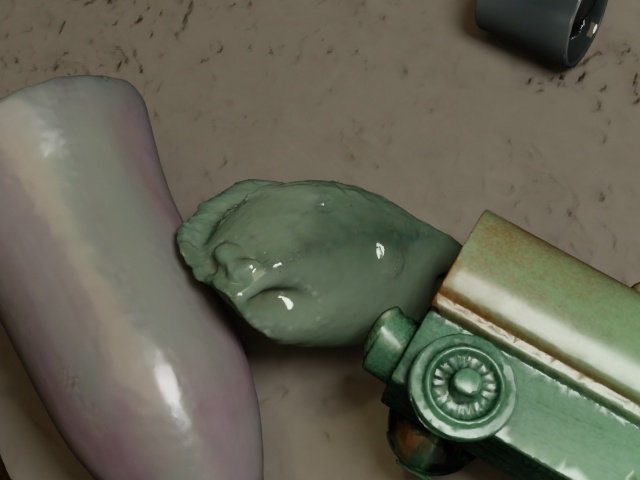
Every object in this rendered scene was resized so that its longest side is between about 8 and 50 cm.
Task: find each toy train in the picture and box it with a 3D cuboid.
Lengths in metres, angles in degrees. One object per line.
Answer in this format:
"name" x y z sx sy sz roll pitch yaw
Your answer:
"toy train" 0.171 0.098 0.787 0.285 0.116 0.177 29 67 9

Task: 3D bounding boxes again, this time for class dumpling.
"dumpling" 0.006 -0.002 0.856 0.216 0.105 0.149 1 61 -30

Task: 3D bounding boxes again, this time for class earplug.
"earplug" -0.132 0.061 0.847 0.172 0.172 0.301 -28 72 -3

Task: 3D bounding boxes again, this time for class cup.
"cup" 0.168 -0.181 0.943 0.077 0.078 0.100 24 39 22

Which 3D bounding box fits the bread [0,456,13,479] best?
"bread" -0.314 0.129 0.865 0.165 0.113 0.417 -28 65 -5
